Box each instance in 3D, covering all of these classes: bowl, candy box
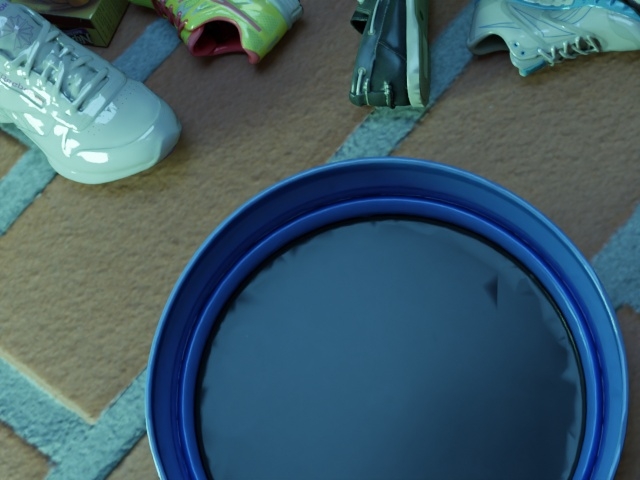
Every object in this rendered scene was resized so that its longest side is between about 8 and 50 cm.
[{"bbox_3d":[0.055,0.127,1.531,0.391,0.077,0.391,-1,74,5],"label":"bowl"},{"bbox_3d":[-0.245,-0.300,1.996,0.109,0.053,0.186,10,61,25],"label":"candy box"}]

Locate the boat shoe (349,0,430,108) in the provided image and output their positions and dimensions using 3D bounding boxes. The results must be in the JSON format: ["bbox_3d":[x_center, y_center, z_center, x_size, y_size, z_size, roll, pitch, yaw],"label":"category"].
[{"bbox_3d":[0.065,-0.232,1.823,0.079,0.084,0.233,-6,60,15],"label":"boat shoe"}]

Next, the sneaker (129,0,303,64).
[{"bbox_3d":[-0.127,-0.234,1.894,0.208,0.081,0.094,16,67,27],"label":"sneaker"}]

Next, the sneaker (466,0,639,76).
[{"bbox_3d":[0.223,-0.188,1.757,0.191,0.071,0.083,11,71,33],"label":"sneaker"}]

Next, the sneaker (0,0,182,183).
[{"bbox_3d":[-0.274,-0.155,1.852,0.305,0.152,0.114,25,67,29],"label":"sneaker"}]

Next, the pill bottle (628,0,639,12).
[{"bbox_3d":[0.346,-0.261,1.712,0.229,0.131,0.131,18,66,28],"label":"pill bottle"}]
